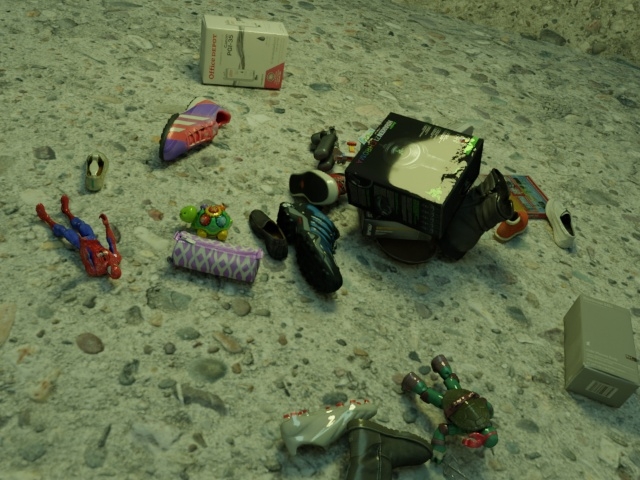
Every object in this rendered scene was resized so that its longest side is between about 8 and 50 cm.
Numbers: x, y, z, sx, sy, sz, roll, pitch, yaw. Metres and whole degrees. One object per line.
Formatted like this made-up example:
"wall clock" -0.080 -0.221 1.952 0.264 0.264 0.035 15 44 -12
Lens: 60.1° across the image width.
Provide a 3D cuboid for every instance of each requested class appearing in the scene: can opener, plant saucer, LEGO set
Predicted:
"can opener" 0.007 -0.277 1.675 0.095 0.076 0.283 -13 23 17
"plant saucer" 0.224 0.008 1.471 0.168 0.029 0.168 9 41 -8
"LEGO set" 0.152 -0.231 1.562 0.182 0.060 0.244 37 53 13

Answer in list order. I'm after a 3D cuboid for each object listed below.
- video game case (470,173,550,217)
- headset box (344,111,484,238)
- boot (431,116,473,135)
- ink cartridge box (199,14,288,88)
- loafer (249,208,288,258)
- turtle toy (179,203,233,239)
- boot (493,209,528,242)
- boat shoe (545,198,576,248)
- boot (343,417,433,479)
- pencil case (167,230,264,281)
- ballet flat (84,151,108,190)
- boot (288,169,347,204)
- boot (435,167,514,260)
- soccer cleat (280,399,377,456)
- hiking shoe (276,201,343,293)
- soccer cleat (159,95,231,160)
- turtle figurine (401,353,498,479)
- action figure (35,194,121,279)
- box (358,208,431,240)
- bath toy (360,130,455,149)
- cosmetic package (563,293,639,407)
"video game case" 0.590 -0.143 1.756 0.285 0.025 0.204 -1 43 -18
"headset box" 0.246 -0.167 1.396 0.283 0.131 0.246 24 60 25
"boot" 0.417 -0.362 1.916 0.123 0.095 0.258 28 37 30
"ink cartridge box" -0.271 -0.652 1.930 0.283 0.207 0.117 -1 41 -17
"loafer" -0.126 -0.030 1.381 0.062 0.061 0.170 -17 49 -31
"turtle toy" -0.280 -0.054 1.358 0.130 0.066 0.095 2 42 -15
"boot" 0.568 -0.059 1.604 0.059 0.084 0.158 35 46 25
"boat shoe" 0.724 -0.064 1.657 0.066 0.063 0.184 17 50 -6
"boot" 0.109 0.424 0.930 0.190 0.076 0.208 19 42 -13
"pencil case" -0.235 0.033 1.258 0.206 0.088 0.086 13 43 -4
"ballet flat" -0.581 -0.195 1.436 0.057 0.052 0.168 -2 43 -19
"boot" 0.039 -0.148 1.487 0.176 0.088 0.244 -3 12 -24
"boot" 0.409 -0.122 1.510 0.118 0.223 0.338 23 39 -28
"soccer cleat" 0.019 0.341 1.013 0.196 0.068 0.076 -3 69 -27
"hiking shoe" 0.000 0.000 1.346 0.132 0.113 0.304 -9 46 -24
"soccer cleat" -0.365 -0.322 1.611 0.116 0.108 0.318 21 38 1
"turtle figurine" 0.269 0.332 1.059 0.175 0.118 0.234 -12 42 -28
"action figure" -0.520 -0.026 1.207 0.280 0.139 0.091 40 48 23
"box" 0.197 -0.087 1.507 0.183 0.056 0.231 3 33 -2
"bath toy" 0.302 -0.279 1.720 0.348 0.129 0.151 -3 87 -7
"cosmetic package" 0.639 0.247 1.271 0.127 0.107 0.238 18 44 7
